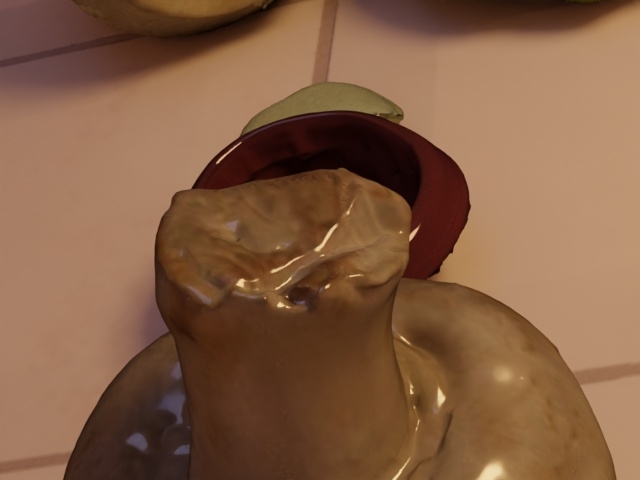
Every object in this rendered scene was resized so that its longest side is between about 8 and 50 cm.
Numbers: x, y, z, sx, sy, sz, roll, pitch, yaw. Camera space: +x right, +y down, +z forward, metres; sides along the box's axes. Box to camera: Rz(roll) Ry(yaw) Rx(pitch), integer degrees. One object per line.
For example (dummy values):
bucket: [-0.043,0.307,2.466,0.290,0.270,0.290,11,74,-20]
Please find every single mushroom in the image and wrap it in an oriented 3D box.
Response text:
mushroom: [-0.013,0.112,0.886,0.297,0.290,0.297,-14,36,10]

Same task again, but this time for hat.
hat: [0.000,0.000,1.188,0.205,0.089,0.205,-11,43,10]

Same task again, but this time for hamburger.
hamburger: [-0.004,-0.078,1.320,0.121,0.054,0.084,-24,33,-8]

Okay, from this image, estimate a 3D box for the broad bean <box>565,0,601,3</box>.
broad bean: [0.164,-0.274,1.418,0.238,0.119,0.291,-25,37,-13]

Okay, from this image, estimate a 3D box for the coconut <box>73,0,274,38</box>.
coconut: [-0.126,-0.336,1.504,0.323,0.323,0.323,-13,38,11]
